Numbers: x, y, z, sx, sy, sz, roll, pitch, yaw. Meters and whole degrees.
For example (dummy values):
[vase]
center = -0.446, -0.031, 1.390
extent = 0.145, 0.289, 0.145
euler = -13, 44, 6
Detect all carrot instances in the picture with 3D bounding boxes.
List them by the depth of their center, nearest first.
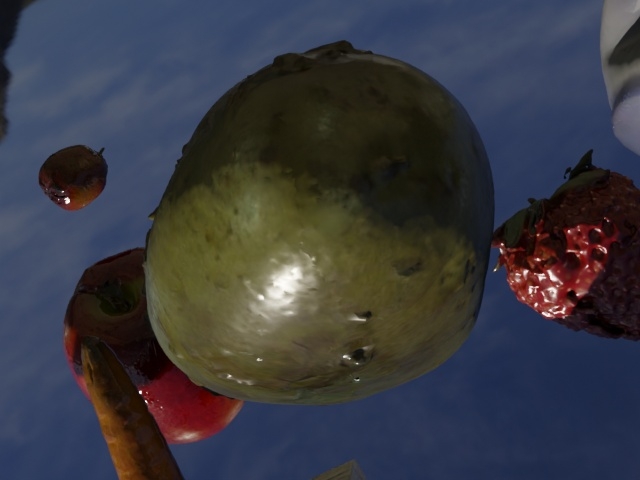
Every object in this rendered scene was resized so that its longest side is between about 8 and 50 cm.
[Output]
[carrot]
center = -0.093, 0.175, 0.776
extent = 0.061, 0.257, 0.061
euler = -19, -176, 1

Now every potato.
[potato]
center = 0.000, 0.000, 0.725
extent = 0.210, 0.173, 0.307
euler = -5, 162, -5

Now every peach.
[peach]
center = -0.170, 0.118, 1.366
extent = 0.196, 0.226, 0.190
euler = -12, -130, 15

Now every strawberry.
[strawberry]
center = 0.279, 0.045, 1.276
extent = 0.174, 0.228, 0.098
euler = -33, -160, 17

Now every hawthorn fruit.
[hawthorn fruit]
center = -0.273, -0.070, 1.425
extent = 0.077, 0.077, 0.077
euler = -29, -155, 15

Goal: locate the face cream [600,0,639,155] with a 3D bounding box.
[face cream]
center = 0.236, -0.194, 0.620
extent = 0.137, 0.234, 0.420
euler = -19, -126, 57

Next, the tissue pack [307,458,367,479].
[tissue pack]
center = -0.080, 0.318, 1.012
extent = 0.325, 0.170, 0.071
euler = -27, -171, 10
